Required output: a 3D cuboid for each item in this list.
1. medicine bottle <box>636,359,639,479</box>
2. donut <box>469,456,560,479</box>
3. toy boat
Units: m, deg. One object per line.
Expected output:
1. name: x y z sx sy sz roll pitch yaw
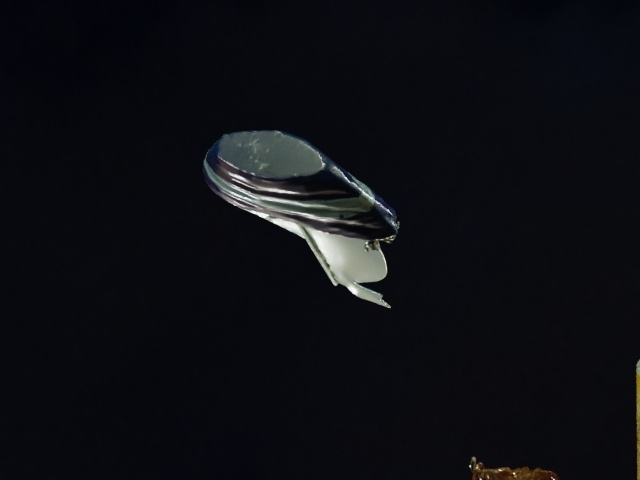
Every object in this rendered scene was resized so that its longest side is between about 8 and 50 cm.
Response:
1. medicine bottle: 0.321 0.212 1.434 0.074 0.074 0.218 -7 -70 -6
2. donut: 0.192 0.307 1.484 0.085 0.141 0.217 -6 -30 2
3. toy boat: 0.000 0.000 1.554 0.220 0.067 0.291 17 -26 28
